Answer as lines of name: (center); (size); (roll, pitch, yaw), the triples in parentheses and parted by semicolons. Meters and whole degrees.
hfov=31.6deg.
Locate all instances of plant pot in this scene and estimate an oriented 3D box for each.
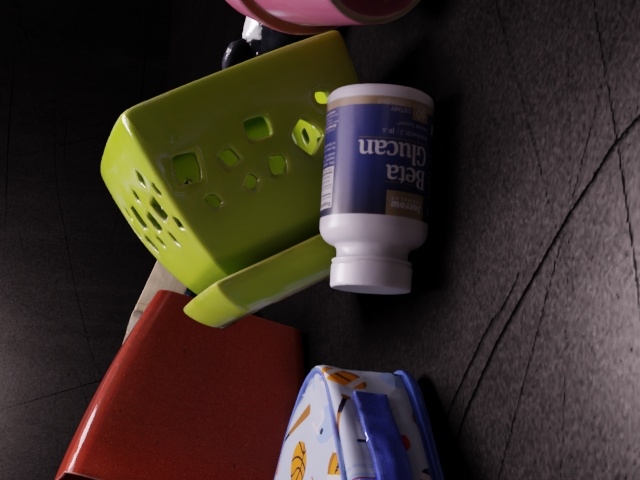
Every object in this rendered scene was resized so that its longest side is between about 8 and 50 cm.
plant pot: (-0.063, -0.043, 1.096); (0.207, 0.227, 0.228); (64, 162, 2)
plant pot: (-0.152, 0.208, 1.372); (0.267, 0.267, 0.236); (137, 149, -68)
plant pot: (0.011, -0.281, 1.049); (0.180, 0.201, 0.201); (37, 122, 55)

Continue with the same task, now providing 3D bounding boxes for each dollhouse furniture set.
dollhouse furniture set: (-0.174, 0.116, 1.647); (0.129, 0.183, 0.129); (123, 169, -61)

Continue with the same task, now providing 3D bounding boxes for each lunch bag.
lunch bag: (0.034, 0.254, 0.879); (0.303, 0.114, 0.243); (-105, 27, -56)

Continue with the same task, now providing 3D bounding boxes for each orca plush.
orca plush: (-0.037, -0.187, 1.351); (0.102, 0.151, 0.287); (45, 132, 31)

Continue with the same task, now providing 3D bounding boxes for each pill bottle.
pill bottle: (0.048, -0.042, 0.969); (0.094, 0.094, 0.169); (156, 119, -73)
